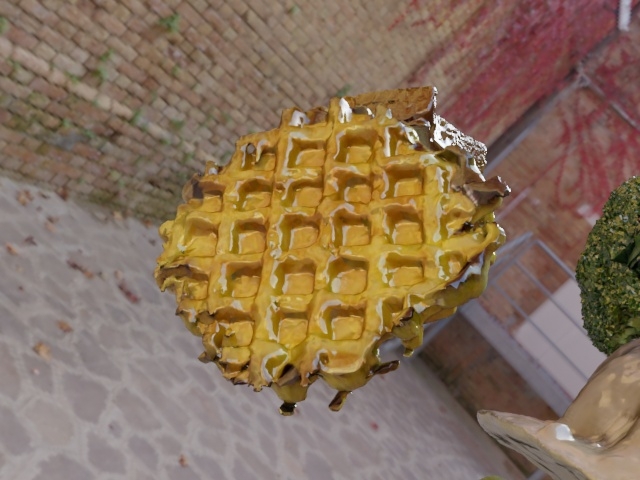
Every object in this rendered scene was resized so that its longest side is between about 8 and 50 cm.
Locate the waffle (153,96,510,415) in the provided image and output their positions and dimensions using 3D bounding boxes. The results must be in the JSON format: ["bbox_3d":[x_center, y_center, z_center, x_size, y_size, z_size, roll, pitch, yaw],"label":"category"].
[{"bbox_3d":[0.000,0.000,0.967,0.382,0.379,0.095,43,-16,39],"label":"waffle"}]

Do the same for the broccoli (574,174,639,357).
[{"bbox_3d":[0.267,0.017,0.621,0.156,0.195,0.195,13,-20,46],"label":"broccoli"}]

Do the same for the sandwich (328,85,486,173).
[{"bbox_3d":[0.124,-0.144,1.237,0.186,0.065,0.214,0,-18,36],"label":"sandwich"}]

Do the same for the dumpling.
[{"bbox_3d":[0.201,0.116,0.483,0.226,0.175,0.243,7,-35,28],"label":"dumpling"}]

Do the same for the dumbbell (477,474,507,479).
[{"bbox_3d":[0.314,0.519,1.348,0.302,0.121,0.108,61,8,-13],"label":"dumbbell"}]
